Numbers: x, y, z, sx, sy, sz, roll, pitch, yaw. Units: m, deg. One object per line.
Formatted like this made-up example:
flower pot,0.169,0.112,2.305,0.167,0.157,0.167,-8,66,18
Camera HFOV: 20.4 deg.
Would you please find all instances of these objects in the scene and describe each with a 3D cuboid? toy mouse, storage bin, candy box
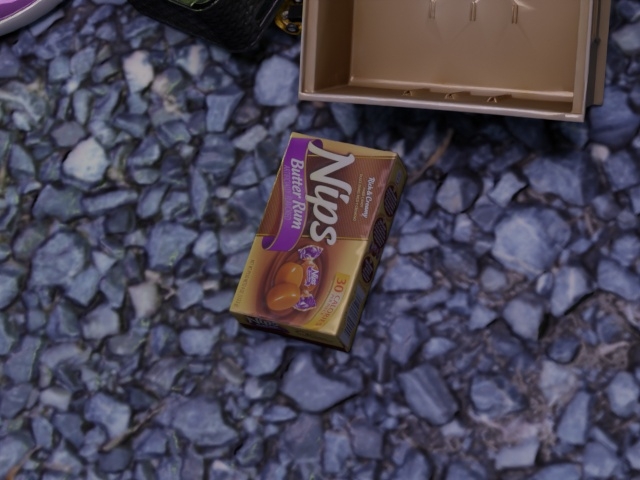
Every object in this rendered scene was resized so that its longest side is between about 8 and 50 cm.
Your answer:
toy mouse,0.000,-0.268,1.762,0.161,0.031,0.143,-2,68,17
storage bin,0.129,-0.251,1.612,0.262,0.123,0.260,6,99,18
storage bin,-0.121,-0.276,1.749,0.180,0.084,0.122,27,80,35
candy box,0.000,0.000,1.638,0.109,0.053,0.186,13,73,20

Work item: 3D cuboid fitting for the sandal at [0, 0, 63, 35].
sandal,-0.259,-0.367,1.836,0.416,0.102,0.169,-36,63,-1
